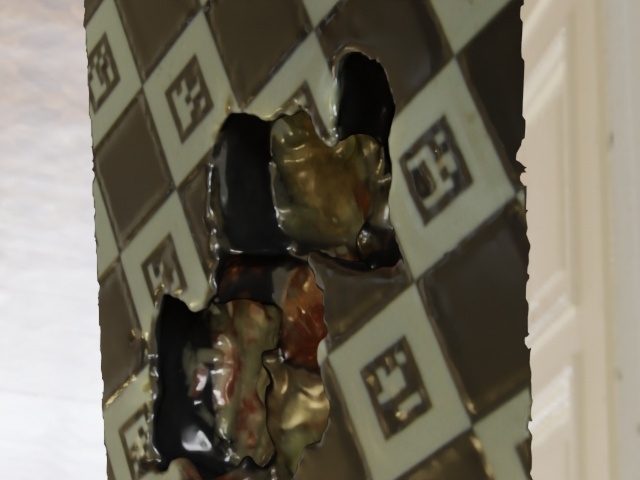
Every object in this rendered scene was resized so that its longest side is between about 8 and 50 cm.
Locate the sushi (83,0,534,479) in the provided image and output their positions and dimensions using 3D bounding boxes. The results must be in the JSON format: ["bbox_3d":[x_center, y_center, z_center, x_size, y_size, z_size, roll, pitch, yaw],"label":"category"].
[{"bbox_3d":[0.000,0.000,0.581,0.059,0.292,0.294,0,176,-38],"label":"sushi"}]
